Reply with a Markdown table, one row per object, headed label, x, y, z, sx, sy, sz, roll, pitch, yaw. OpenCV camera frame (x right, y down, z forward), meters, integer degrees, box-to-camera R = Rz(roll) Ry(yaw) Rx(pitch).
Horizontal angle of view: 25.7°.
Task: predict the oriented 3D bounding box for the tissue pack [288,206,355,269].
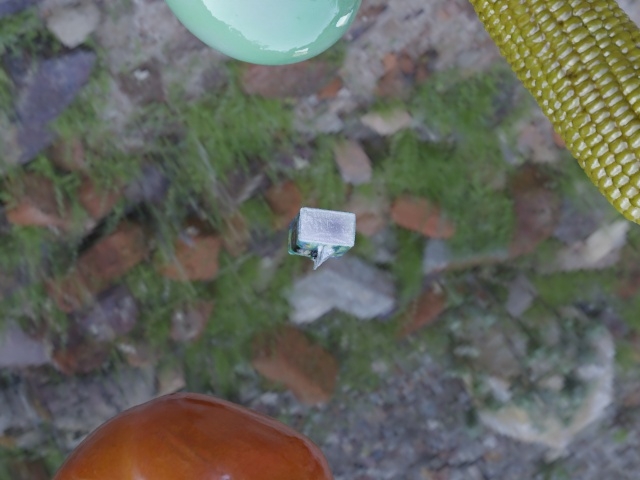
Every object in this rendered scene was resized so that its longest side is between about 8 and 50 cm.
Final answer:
| label | x | y | z | sx | sy | sz | roll | pitch | yaw |
| --- | --- | --- | --- | --- | --- | --- | --- | --- | --- |
| tissue pack | 0.000 | 0.001 | 2.084 | 0.085 | 0.079 | 0.111 | 6 | 169 | -9 |

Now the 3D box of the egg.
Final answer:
| label | x | y | z | sx | sy | sz | roll | pitch | yaw |
| --- | --- | --- | --- | --- | --- | --- | --- | --- | --- |
| egg | -0.072 | -0.320 | 1.632 | 0.270 | 0.220 | 0.220 | 24 | 116 | -43 |

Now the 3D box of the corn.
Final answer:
| label | x | y | z | sx | sy | sz | roll | pitch | yaw |
| --- | --- | --- | --- | --- | --- | --- | --- | --- | --- |
| corn | 0.289 | -0.172 | 1.482 | 0.144 | 0.387 | 0.144 | -36 | 169 | -8 |

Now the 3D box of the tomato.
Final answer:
| label | x | y | z | sx | sy | sz | roll | pitch | yaw |
| --- | --- | --- | --- | --- | --- | --- | --- | --- | --- |
| tomato | -0.099 | 0.241 | 1.086 | 0.260 | 0.260 | 0.180 | -42 | 160 | 11 |
